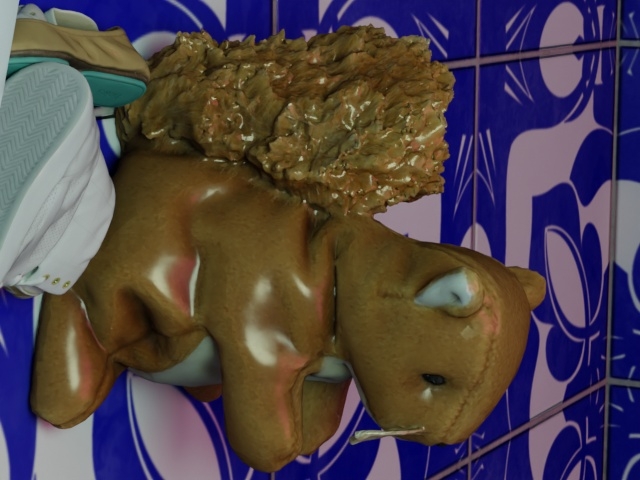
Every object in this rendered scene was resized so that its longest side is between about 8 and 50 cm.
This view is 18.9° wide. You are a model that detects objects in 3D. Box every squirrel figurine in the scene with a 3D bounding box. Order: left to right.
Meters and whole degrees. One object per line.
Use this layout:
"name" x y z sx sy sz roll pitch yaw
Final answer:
"squirrel figurine" 0.000 0.000 1.630 0.281 0.370 0.397 14 82 -62

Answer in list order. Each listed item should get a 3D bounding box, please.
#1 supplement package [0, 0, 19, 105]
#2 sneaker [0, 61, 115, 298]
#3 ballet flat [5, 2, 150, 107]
"supplement package" -0.320 -0.175 1.178 0.194 0.203 0.149 19 78 -62
"sneaker" -0.250 0.025 1.446 0.292 0.108 0.169 -53 156 -22
"ballet flat" -0.221 -0.150 1.530 0.232 0.080 0.073 5 63 -65
